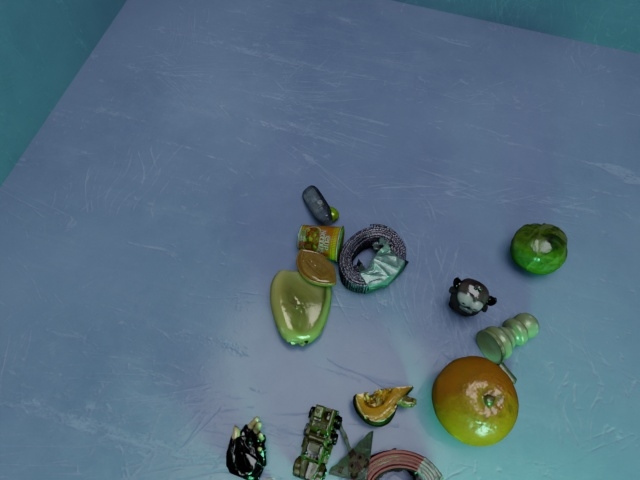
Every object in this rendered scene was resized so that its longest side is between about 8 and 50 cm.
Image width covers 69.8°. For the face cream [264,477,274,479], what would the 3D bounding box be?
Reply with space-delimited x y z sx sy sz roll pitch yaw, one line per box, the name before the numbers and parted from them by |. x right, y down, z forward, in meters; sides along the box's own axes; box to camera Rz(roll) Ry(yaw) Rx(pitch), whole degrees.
face cream | -0.181 0.903 1.623 0.038 0.020 0.115 -2 61 -3

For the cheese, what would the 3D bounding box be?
cheese | -0.085 0.272 1.875 0.259 0.128 0.316 6 66 -2

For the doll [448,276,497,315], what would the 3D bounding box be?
doll | 0.597 0.233 1.855 0.181 0.257 0.117 28 73 10

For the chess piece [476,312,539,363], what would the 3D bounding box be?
chess piece | 0.781 0.383 1.870 0.251 0.144 0.145 -22 67 -20

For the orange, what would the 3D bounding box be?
orange | 0.562 0.579 1.668 0.311 0.312 0.313 1 64 -2

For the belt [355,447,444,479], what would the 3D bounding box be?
belt | 0.274 0.856 1.616 0.323 0.115 0.228 -7 65 -7

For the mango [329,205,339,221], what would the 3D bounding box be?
mango | 0.036 -0.126 2.114 0.108 0.056 0.073 37 73 28

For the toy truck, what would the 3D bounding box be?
toy truck | -0.014 0.729 1.649 0.127 0.127 0.257 14 68 14

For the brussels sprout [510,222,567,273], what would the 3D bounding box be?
brussels sprout | 0.967 0.028 2.006 0.271 0.210 0.219 -34 48 -30

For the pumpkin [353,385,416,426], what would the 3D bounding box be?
pumpkin | 0.251 0.625 1.723 0.247 0.131 0.126 -12 57 -3

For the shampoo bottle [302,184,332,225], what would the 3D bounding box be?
shampoo bottle | -0.011 -0.158 2.087 0.087 0.049 0.234 -41 50 12

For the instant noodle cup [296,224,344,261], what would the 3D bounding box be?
instant noodle cup | 0.000 0.000 2.005 0.184 0.168 0.169 10 64 10

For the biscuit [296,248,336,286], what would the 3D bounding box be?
biscuit | -0.021 0.114 1.902 0.141 0.029 0.221 -27 59 -29

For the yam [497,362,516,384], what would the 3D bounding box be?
yam | 0.743 0.533 1.837 0.043 0.043 0.094 -32 71 -17

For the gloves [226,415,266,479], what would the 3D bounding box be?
gloves | -0.254 0.738 1.641 0.164 0.124 0.204 27 63 -10

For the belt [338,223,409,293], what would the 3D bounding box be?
belt | 0.222 0.083 1.986 0.324 0.122 0.260 -41 68 -20

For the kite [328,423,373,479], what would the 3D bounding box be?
kite | 0.106 0.755 1.643 0.229 0.012 0.250 -42 34 5
